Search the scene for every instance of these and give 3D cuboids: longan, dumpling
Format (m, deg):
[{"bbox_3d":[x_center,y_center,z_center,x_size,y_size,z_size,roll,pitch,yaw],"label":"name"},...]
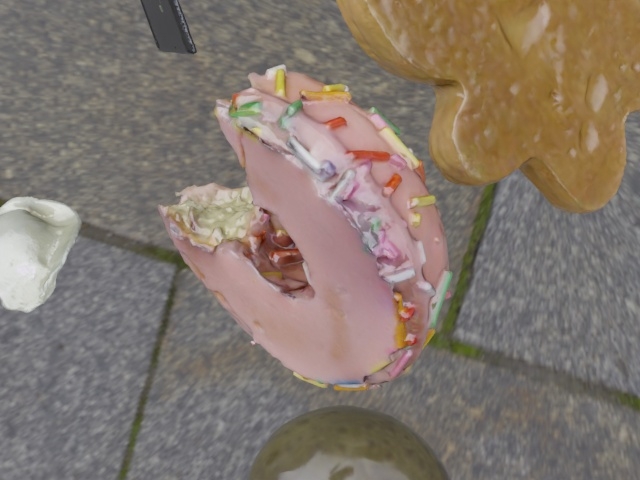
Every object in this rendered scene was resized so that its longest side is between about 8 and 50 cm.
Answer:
[{"bbox_3d":[0.029,0.302,1.584,0.246,0.246,0.215,-8,98,11],"label":"longan"},{"bbox_3d":[-0.373,0.000,1.748,0.134,0.169,0.100,-30,118,7],"label":"dumpling"}]

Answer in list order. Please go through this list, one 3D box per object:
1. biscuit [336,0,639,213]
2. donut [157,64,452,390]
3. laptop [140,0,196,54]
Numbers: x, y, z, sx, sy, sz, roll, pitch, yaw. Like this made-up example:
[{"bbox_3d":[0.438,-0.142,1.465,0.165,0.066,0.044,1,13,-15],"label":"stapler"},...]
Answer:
[{"bbox_3d":[0.141,-0.178,1.033,0.355,0.052,0.275,35,75,-31],"label":"biscuit"},{"bbox_3d":[0.000,0.000,0.860,0.199,0.233,0.085,47,59,2],"label":"donut"},{"bbox_3d":[-0.208,-0.319,1.640,0.016,0.135,0.197,-26,109,-17],"label":"laptop"}]
